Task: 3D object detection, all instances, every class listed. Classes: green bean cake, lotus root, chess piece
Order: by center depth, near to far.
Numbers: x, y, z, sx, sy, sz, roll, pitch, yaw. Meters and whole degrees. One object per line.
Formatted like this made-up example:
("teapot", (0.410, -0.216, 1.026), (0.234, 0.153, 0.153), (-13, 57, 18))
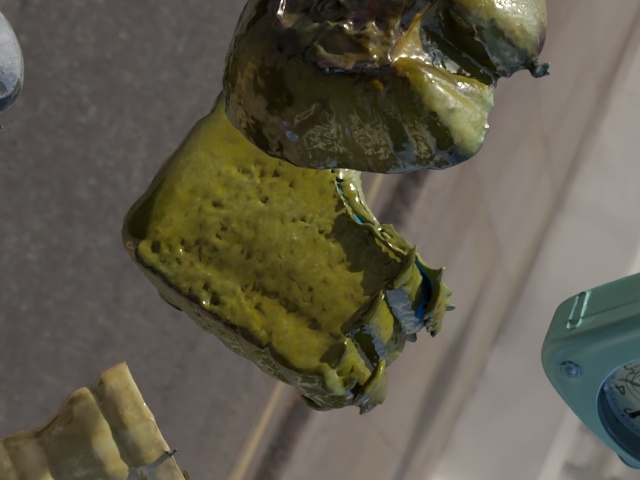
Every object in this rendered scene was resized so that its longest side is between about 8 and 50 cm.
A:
("lotus root", (0.032, -0.134, 1.021), (0.078, 0.203, 0.183), (61, 29, -60))
("chess piece", (-0.257, 0.224, 1.388), (0.300, 0.137, 0.137), (-28, 157, -7))
("green bean cake", (0.000, 0.000, 1.672), (0.285, 0.310, 0.202), (-48, 157, -11))

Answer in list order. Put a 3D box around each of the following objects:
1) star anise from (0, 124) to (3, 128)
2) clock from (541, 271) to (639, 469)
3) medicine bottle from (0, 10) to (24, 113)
("star anise", (-0.410, -0.173, 1.858), (0.144, 0.140, 0.158), (-89, 162, -44))
("clock", (0.380, 0.153, 1.788), (0.274, 0.223, 0.094), (50, 43, -24))
("medicine bottle", (-0.427, -0.128, 1.629), (0.293, 0.141, 0.141), (-25, -170, 32))
